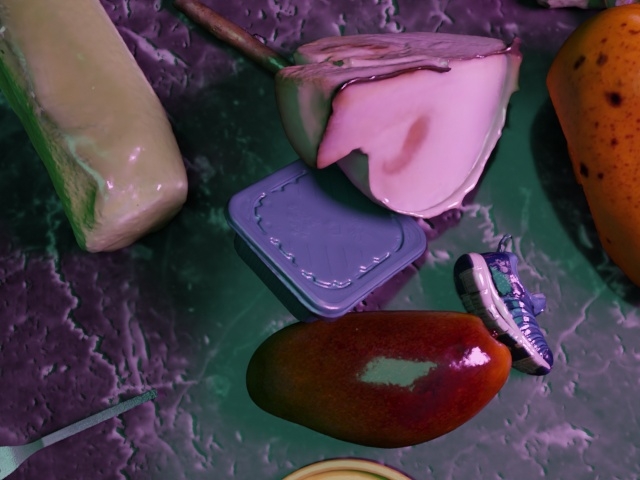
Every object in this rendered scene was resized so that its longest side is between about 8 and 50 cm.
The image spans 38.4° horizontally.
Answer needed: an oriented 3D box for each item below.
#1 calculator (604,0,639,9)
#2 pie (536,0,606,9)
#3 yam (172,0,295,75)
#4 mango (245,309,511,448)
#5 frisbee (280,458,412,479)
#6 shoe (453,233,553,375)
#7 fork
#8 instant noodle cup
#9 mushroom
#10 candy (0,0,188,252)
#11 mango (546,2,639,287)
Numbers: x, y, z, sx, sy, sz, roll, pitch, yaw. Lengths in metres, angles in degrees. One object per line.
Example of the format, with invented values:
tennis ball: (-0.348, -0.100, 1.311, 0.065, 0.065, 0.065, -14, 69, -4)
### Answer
calculator: (0.380, -0.205, 0.879, 0.236, 0.157, 0.033, 42, 62, -3)
pie: (0.281, -0.374, 0.957, 0.257, 0.105, 0.274, 8, 86, -6)
yam: (-0.067, -0.208, 1.006, 0.234, 0.027, 0.029, 34, 97, 11)
mango: (0.051, 0.135, 0.899, 0.267, 0.111, 0.133, -5, 97, 14)
frisbee: (0.028, 0.338, 0.918, 0.236, 0.017, 0.236, -1, 81, 8)
shoe: (0.192, 0.068, 0.918, 0.071, 0.064, 0.143, -27, 84, -16)
fork: (-0.277, 0.209, 0.979, 0.235, 0.021, 0.039, -23, 83, 2)
instant noodle cup: (0.000, 0.000, 0.914, 0.157, 0.070, 0.179, 46, 49, 12)
mushroom: (0.055, -0.117, 0.924, 0.236, 0.173, 0.162, -16, 114, -30)
candy: (-0.266, -0.158, 0.984, 0.142, 0.132, 0.343, -21, 78, -39)
mango: (0.330, -0.082, 0.863, 0.191, 0.160, 0.290, -14, 95, 20)
